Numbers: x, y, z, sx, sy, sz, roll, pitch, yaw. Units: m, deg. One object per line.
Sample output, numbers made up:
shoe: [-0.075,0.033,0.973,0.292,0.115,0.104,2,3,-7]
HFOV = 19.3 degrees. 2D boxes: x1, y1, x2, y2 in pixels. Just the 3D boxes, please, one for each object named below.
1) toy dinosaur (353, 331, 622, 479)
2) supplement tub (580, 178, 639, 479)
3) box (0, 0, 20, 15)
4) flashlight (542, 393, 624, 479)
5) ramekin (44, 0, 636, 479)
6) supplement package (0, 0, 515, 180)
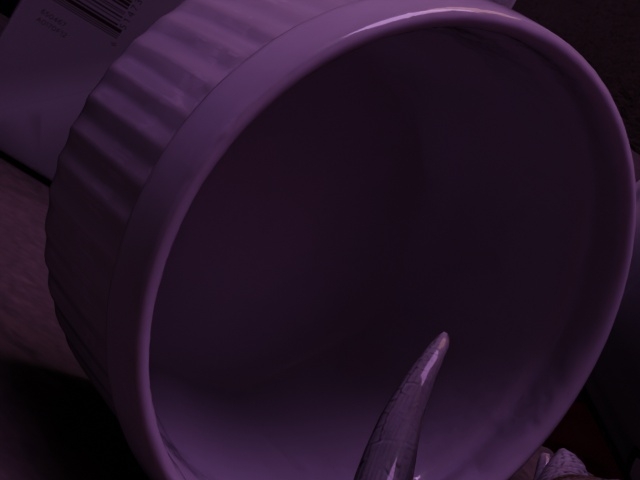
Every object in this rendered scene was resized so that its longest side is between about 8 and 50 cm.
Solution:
toy dinosaur: [-0.083,0.114,0.291,0.313,0.121,0.160,-5,23,-16]
supplement tub: [0.234,0.112,0.717,0.193,0.193,0.316,17,41,-52]
box: [-0.054,-0.252,1.187,0.343,0.312,0.179,32,13,-12]
flashlight: [0.158,0.114,0.884,0.304,0.103,0.103,28,46,-7]
ramekin: [0.000,0.000,0.672,0.207,0.207,0.109,23,8,-41]
supplement package: [-0.043,-0.122,0.991,0.198,0.199,0.263,31,13,-10]
